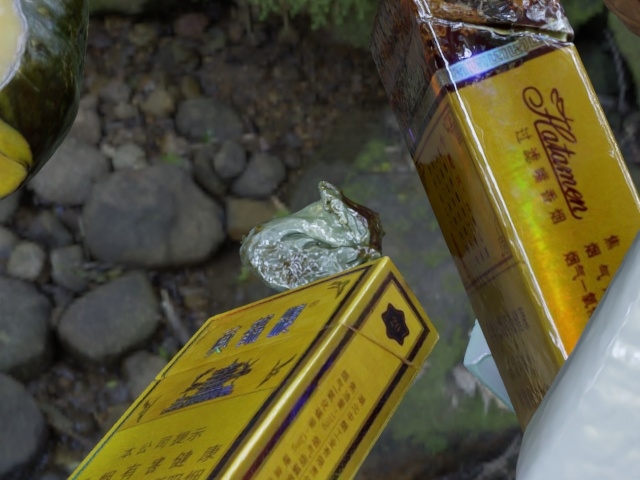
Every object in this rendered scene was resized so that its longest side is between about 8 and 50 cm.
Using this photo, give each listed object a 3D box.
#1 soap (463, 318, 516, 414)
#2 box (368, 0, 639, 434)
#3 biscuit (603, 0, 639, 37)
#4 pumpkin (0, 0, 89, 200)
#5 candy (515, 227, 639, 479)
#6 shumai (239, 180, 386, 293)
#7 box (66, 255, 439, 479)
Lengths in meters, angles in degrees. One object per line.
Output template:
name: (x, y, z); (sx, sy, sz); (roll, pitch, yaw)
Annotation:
soap: (0.298, 0.168, 1.638); (0.091, 0.230, 0.145); (-25, 30, 44)
box: (0.169, -0.042, 1.096); (0.115, 0.264, 0.415); (-20, 82, -4)
biscuit: (0.312, -0.276, 1.181); (0.202, 0.334, 0.047); (24, 74, 25)
pumpkin: (-0.252, -0.132, 0.691); (0.190, 0.280, 0.139); (-10, 58, 36)
candy: (0.281, 0.060, 0.807); (0.208, 0.359, 0.145); (28, 17, 9)
shumai: (-0.005, -0.001, 1.654); (0.184, 0.142, 0.184); (20, 10, -4)
box: (-0.062, 0.142, 0.886); (0.192, 0.084, 0.301); (-19, 20, 37)
